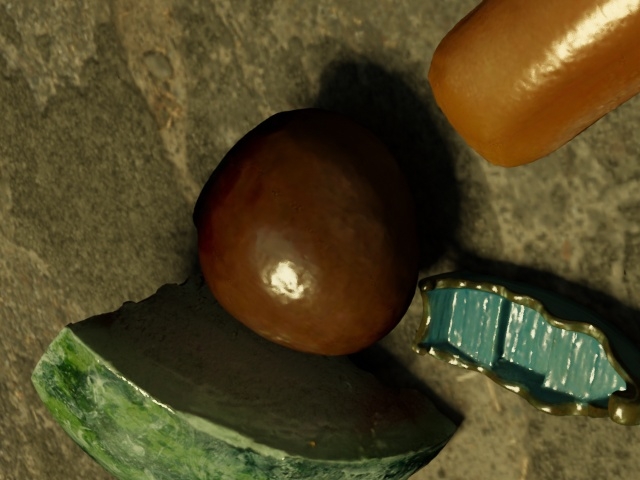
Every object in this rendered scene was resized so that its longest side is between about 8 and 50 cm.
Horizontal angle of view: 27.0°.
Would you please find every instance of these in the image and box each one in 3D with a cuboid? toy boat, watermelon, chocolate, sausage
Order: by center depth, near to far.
[{"bbox_3d":[0.175,-0.141,0.782,0.274,0.105,0.105,-38,83,40],"label":"sausage"},{"bbox_3d":[0.145,0.077,0.903,0.185,0.077,0.075,22,118,30],"label":"toy boat"},{"bbox_3d":[0.000,0.000,0.939,0.177,0.177,0.176,15,115,33],"label":"chocolate"},{"bbox_3d":[-0.063,0.122,1.069,0.320,0.213,0.289,8,157,-4],"label":"watermelon"}]
